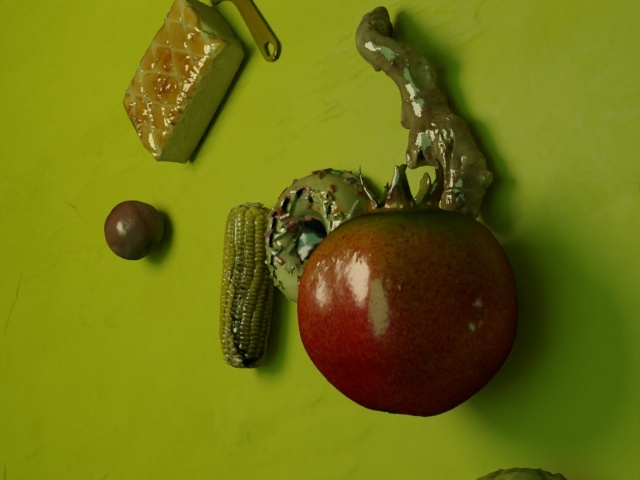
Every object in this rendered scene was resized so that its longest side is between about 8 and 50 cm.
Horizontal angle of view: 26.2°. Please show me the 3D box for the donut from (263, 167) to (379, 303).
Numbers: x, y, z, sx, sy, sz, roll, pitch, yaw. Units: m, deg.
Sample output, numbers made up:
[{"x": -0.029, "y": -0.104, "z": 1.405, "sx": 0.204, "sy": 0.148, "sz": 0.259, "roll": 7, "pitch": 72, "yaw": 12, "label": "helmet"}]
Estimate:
[{"x": 0.000, "y": 0.000, "z": 1.572, "sx": 0.174, "sy": 0.068, "sz": 0.174, "roll": -5, "pitch": 83, "yaw": 47, "label": "donut"}]

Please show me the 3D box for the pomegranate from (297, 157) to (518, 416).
[{"x": 0.090, "y": 0.047, "z": 1.368, "sx": 0.221, "sy": 0.221, "sz": 0.256, "roll": 1, "pitch": 92, "yaw": 47, "label": "pomegranate"}]

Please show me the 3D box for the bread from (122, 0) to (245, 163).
[{"x": -0.181, "y": -0.210, "z": 1.785, "sx": 0.125, "sy": 0.068, "sz": 0.188, "roll": 53, "pitch": 122, "yaw": 36, "label": "bread"}]

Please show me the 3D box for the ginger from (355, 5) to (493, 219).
[{"x": 0.106, "y": -0.139, "z": 1.480, "sx": 0.089, "sy": 0.075, "sz": 0.288, "roll": -50, "pitch": 57, "yaw": 37, "label": "ginger"}]

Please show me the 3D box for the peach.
[{"x": -0.250, "y": -0.015, "z": 1.829, "sx": 0.083, "sy": 0.083, "sz": 0.083, "roll": -6, "pitch": 81, "yaw": 46, "label": "peach"}]

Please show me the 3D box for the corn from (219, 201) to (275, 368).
[{"x": -0.087, "y": 0.055, "z": 1.659, "sx": 0.072, "sy": 0.072, "sz": 0.203, "roll": 3, "pitch": 88, "yaw": 47, "label": "corn"}]

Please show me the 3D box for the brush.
[{"x": -0.098, "y": -0.301, "z": 1.751, "sx": 0.083, "sy": 0.011, "sz": 0.205, "roll": -50, "pitch": 54, "yaw": 30, "label": "brush"}]

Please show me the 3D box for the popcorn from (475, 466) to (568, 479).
[{"x": 0.189, "y": 0.298, "z": 1.277, "sx": 0.142, "sy": 0.173, "sz": 0.173, "roll": -12, "pitch": 77, "yaw": 56, "label": "popcorn"}]
